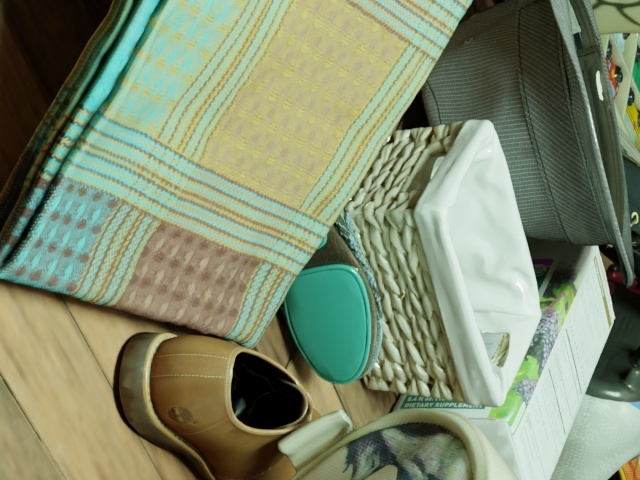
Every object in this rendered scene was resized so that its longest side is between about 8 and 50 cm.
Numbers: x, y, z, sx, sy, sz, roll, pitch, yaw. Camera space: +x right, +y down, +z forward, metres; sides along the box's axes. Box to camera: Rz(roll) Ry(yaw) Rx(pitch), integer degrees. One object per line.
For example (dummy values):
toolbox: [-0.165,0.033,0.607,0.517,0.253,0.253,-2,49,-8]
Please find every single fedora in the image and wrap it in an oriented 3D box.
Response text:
fedora: [0.146,-0.084,1.326,0.275,0.124,0.243,-83,157,-53]

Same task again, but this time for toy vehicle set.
toy vehicle set: [0.260,-0.195,1.654,0.267,0.035,0.166,49,49,-56]

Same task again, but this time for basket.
basket: [0.072,0.016,1.220,0.113,0.103,0.167,-58,138,-47]

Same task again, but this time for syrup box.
syrup box: [0.141,0.093,1.367,0.237,0.093,0.096,-58,139,-47]

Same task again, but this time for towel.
towel: [-0.004,-0.118,0.945,0.370,0.040,0.271,-59,150,5]

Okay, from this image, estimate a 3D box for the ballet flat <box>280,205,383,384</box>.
ballet flat: [0.000,0.000,1.125,0.070,0.070,0.188,-58,140,-47]

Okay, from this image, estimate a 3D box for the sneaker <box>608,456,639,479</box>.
sneaker: [0.277,0.231,1.692,0.067,0.064,0.175,-52,133,-23]

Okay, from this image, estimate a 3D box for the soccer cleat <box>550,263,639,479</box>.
soccer cleat: [0.257,0.121,1.609,0.331,0.116,0.143,-33,140,-62]

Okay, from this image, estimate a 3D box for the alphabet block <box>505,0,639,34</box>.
alphabet block: [0.227,-0.290,1.427,0.197,0.192,0.193,44,56,-53]

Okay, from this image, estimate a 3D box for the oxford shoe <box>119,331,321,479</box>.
oxford shoe: [-0.032,0.105,1.046,0.212,0.076,0.076,36,55,-61]

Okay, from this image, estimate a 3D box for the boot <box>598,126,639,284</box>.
boot: [0.250,-0.003,1.510,0.236,0.085,0.179,51,26,16]

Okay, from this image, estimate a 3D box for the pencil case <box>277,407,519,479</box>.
pencil case: [0.136,0.255,1.038,0.410,0.160,0.183,42,4,-29]
